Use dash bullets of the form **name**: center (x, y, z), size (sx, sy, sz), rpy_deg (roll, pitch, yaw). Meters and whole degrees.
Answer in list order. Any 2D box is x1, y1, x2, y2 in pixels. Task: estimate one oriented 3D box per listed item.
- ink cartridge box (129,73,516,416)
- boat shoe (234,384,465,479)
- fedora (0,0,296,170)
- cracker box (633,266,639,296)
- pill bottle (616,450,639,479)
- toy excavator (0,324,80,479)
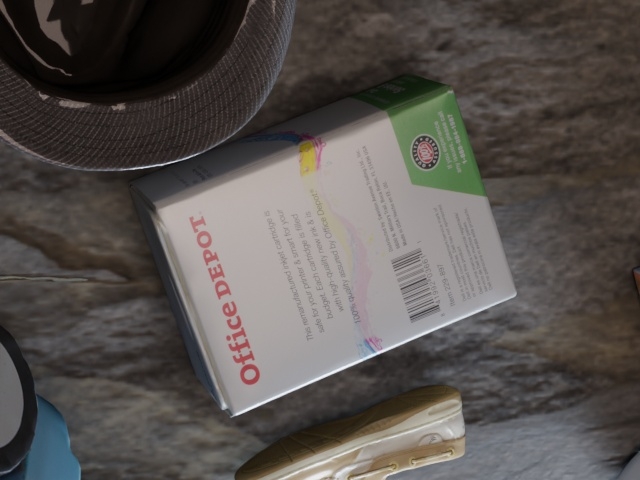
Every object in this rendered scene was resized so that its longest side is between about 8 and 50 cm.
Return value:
- **ink cartridge box**: center (0.000, 0.000, 1.245), size (0.212, 0.093, 0.154), rpy_deg (-23, 107, -13)
- **boat shoe**: center (0.026, 0.154, 1.304), size (0.170, 0.063, 0.059), rpy_deg (-19, 102, -13)
- **fedora**: center (-0.143, -0.181, 1.136), size (0.243, 0.124, 0.275), rpy_deg (-14, 99, -21)
- **cracker box**: center (0.360, 0.026, 1.329), size (0.232, 0.156, 0.067), rpy_deg (-20, 108, -12)
- **pill bottle**: center (0.330, 0.250, 1.385), size (0.245, 0.130, 0.130), rpy_deg (41, 88, -22)
- **toy excavator**: center (-0.175, 0.314, 1.144), size (0.222, 0.433, 0.445), rpy_deg (-25, 138, 28)
